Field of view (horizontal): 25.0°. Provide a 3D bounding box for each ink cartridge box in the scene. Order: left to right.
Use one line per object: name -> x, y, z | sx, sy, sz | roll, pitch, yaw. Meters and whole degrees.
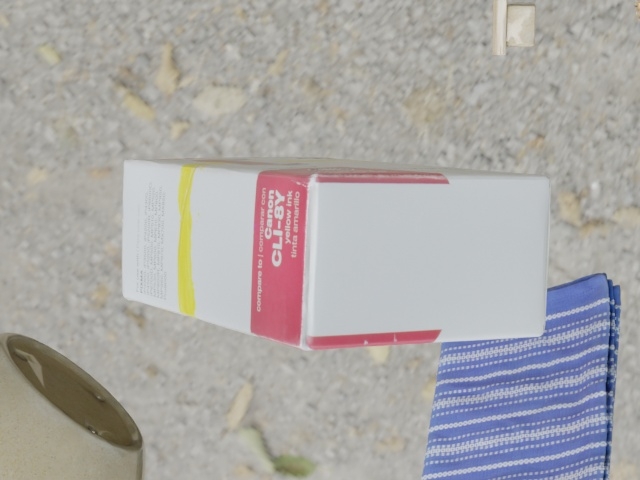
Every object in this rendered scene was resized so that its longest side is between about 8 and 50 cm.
ink cartridge box -> 0.000, 0.000, 1.450 | 0.385, 0.279, 0.160 | 9, 99, 57

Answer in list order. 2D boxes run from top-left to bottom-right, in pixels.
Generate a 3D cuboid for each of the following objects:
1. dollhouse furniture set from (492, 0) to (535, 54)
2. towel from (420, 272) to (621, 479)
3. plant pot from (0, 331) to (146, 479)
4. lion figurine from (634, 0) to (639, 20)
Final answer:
dollhouse furniture set -> 0.109, -0.357, 1.287 | 0.174, 0.303, 0.355 | 2, 102, 9
towel -> 0.239, 0.187, 1.741 | 0.243, 0.336, 0.040 | -15, 130, 27
plant pot -> -0.236, 0.179, 1.033 | 0.284, 0.284, 0.191 | 40, 95, -3
lion figurine -> 0.440, -0.298, 1.406 | 0.240, 0.392, 0.142 | -6, 118, 31
